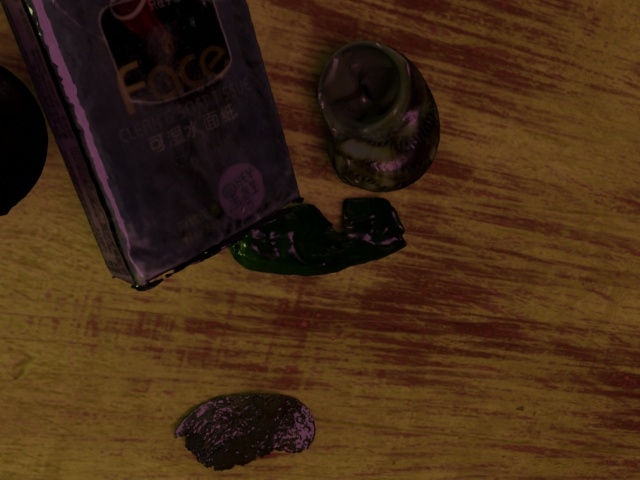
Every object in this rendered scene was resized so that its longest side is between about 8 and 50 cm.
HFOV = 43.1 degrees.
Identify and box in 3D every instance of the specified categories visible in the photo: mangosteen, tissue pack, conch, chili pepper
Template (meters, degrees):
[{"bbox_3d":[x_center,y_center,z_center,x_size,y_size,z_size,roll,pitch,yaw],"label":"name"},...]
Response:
[{"bbox_3d":[-0.404,-0.129,0.835,0.211,0.211,0.250,-28,101,-12],"label":"mangosteen"},{"bbox_3d":[-0.182,-0.160,0.921,0.259,0.122,0.361,-30,115,-35],"label":"tissue pack"},{"bbox_3d":[0.069,-0.154,1.061,0.187,0.124,0.181,36,101,-4],"label":"conch"},{"bbox_3d":[0.000,-0.002,1.103,0.253,0.083,0.099,-7,100,-23],"label":"chili pepper"}]

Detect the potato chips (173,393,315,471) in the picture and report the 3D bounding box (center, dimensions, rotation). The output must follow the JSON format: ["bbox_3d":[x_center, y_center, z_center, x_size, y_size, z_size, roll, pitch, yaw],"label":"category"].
[{"bbox_3d":[-0.110,0.282,1.181,0.209,0.026,0.142,23,100,-26],"label":"potato chips"}]
